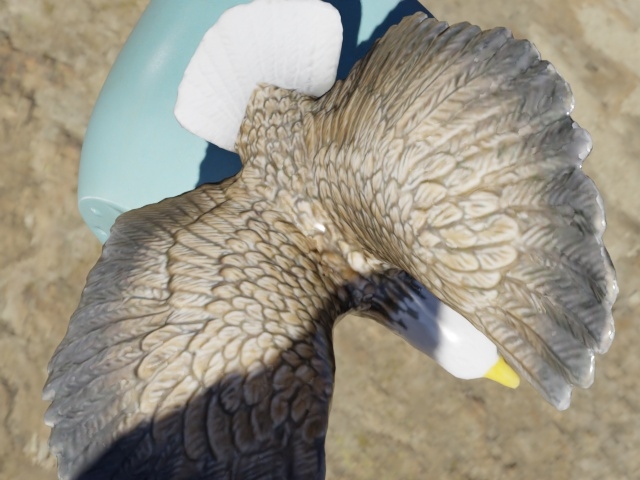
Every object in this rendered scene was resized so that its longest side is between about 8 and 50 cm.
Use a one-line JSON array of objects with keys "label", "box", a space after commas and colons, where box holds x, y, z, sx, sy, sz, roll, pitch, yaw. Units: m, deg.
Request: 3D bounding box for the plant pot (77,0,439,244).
[{"label": "plant pot", "box": [-0.051, -0.066, 1.017, 0.293, 0.293, 0.235, 35, 72, -1]}]

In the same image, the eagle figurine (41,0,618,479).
[{"label": "eagle figurine", "box": [0.010, 0.004, 0.601, 0.225, 0.226, 0.298, 10, 10, 7]}]
